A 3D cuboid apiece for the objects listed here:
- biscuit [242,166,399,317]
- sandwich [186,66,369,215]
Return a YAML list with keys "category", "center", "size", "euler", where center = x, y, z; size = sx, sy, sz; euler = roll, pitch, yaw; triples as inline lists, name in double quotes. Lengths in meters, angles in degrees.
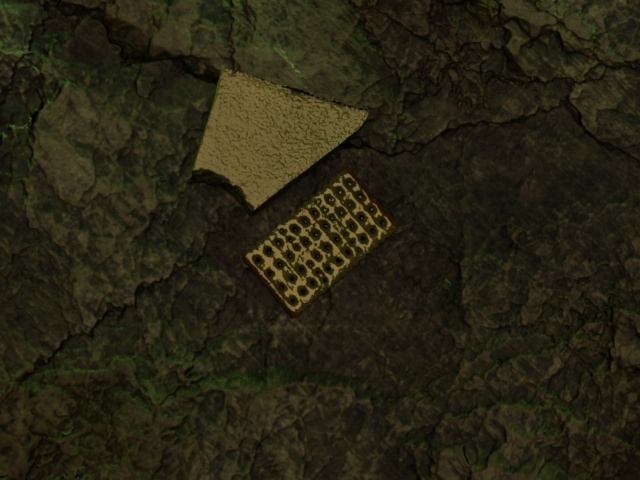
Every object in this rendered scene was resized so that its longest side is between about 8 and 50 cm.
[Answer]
- category: "biscuit"
  center: [0.000, 0.000, 1.457]
  size: [0.231, 0.016, 0.139]
  euler: [-40, 88, -13]
- category: "sandwich"
  center: [-0.070, -0.137, 1.454]
  size: [0.245, 0.063, 0.212]
  euler: [17, 81, -4]
